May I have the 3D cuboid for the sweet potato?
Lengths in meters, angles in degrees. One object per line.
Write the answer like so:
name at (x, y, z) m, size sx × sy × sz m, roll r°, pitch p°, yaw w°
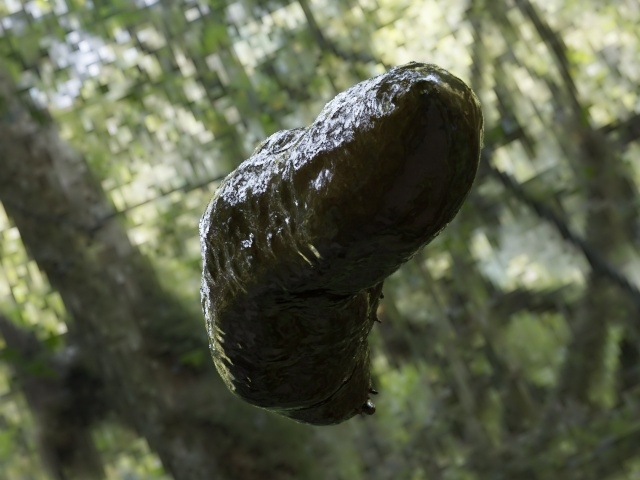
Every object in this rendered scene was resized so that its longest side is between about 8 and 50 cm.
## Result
sweet potato at (-0.002, 0.000, 0.484) m, size 0.053 × 0.054 × 0.182 m, roll -6°, pitch -21°, yaw -12°
